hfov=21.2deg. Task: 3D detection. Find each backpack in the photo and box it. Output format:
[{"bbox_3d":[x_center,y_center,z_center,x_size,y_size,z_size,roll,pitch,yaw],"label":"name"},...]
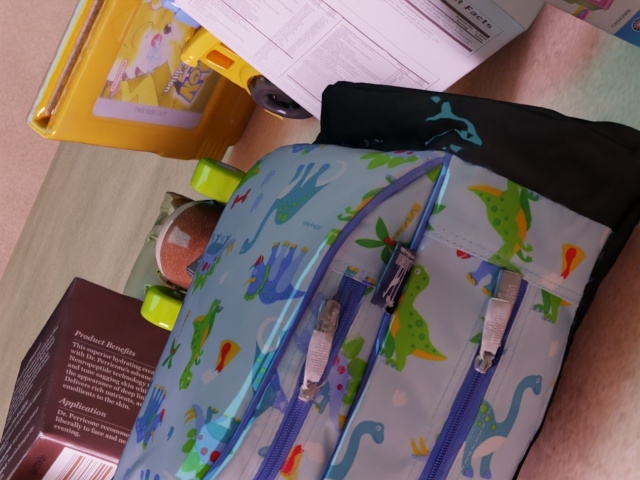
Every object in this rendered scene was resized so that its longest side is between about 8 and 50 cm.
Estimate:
[{"bbox_3d":[0.022,0.081,1.046,0.290,0.273,0.355,-160,80,-66],"label":"backpack"}]

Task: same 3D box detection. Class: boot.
[{"bbox_3d":[-0.160,0.058,1.820,0.203,0.095,0.262,-66,15,1],"label":"boot"}]

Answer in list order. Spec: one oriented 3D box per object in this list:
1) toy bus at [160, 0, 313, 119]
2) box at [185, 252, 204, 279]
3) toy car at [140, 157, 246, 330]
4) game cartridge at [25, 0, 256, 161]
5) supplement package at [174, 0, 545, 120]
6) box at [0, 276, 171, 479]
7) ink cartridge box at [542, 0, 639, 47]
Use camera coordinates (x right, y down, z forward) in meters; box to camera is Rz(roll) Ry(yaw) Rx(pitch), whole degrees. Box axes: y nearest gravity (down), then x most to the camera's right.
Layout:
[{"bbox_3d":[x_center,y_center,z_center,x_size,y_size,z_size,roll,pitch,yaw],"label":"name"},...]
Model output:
[{"bbox_3d":[-0.057,-0.239,1.696,0.220,0.211,0.149,-27,41,62],"label":"toy bus"},{"bbox_3d":[0.000,0.000,1.345,0.183,0.056,0.231,-39,15,-9],"label":"box"},{"bbox_3d":[-0.044,0.035,1.519,0.188,0.149,0.155,29,101,44],"label":"toy car"},{"bbox_3d":[-0.145,-0.225,1.858,0.053,0.324,0.285,35,106,30],"label":"game cartridge"},{"bbox_3d":[0.058,-0.234,1.287,0.199,0.198,0.263,-57,11,-27],"label":"supplement package"},{"bbox_3d":[-0.214,0.182,1.700,0.167,0.168,0.203,-52,22,42],"label":"box"},{"bbox_3d":[0.177,-0.181,1.058,0.088,0.122,0.052,-49,25,47],"label":"ink cartridge box"}]
